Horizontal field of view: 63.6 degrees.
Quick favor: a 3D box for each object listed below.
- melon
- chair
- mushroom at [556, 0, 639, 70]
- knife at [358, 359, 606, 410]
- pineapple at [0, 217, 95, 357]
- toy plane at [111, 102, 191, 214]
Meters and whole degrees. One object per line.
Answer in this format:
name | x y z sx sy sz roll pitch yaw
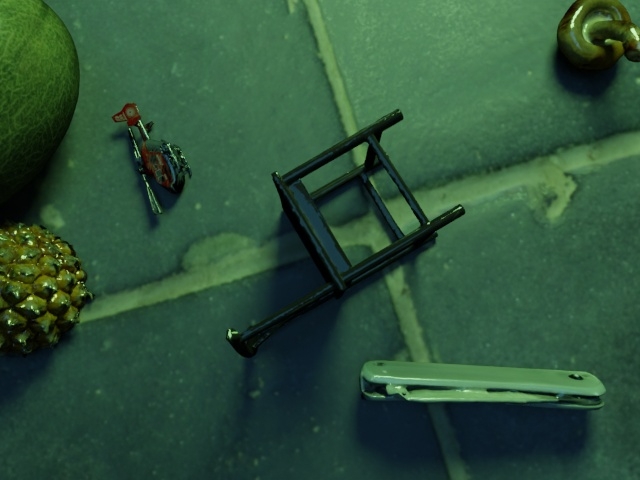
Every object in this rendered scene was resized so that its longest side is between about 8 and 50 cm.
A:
melon | -0.407 -0.155 0.556 0.237 0.237 0.302 32 72 7
chair | 0.000 0.000 0.561 0.260 0.154 0.142 -30 81 -5
mushroom | 0.333 -0.235 0.610 0.088 0.073 0.130 0 47 -11
knife | 0.175 0.162 0.567 0.265 0.073 0.041 2 91 1
pineapple | -0.371 0.051 0.574 0.176 0.137 0.161 43 86 7
toy plane | -0.208 -0.108 0.641 0.060 0.037 0.145 -28 86 9
